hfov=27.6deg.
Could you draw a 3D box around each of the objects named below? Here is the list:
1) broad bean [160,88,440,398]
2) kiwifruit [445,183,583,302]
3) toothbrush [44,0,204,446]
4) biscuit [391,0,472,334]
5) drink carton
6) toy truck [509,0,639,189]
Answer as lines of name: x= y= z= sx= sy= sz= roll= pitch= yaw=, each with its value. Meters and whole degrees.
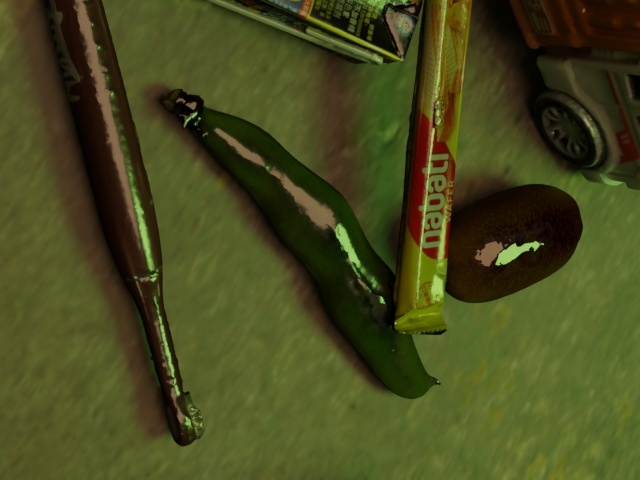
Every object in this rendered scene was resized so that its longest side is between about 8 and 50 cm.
broad bean: x=0.001 y=-0.001 z=0.912 sx=0.060 sy=0.043 sz=0.297 roll=-39 pitch=108 yaw=-5
kiwifruit: x=0.136 y=0.002 z=0.959 sx=0.124 sy=0.075 sz=0.075 roll=-27 pitch=105 yaw=-24
toothbrush: x=-0.129 y=-0.036 z=0.848 sx=0.041 sy=0.041 sz=0.364 roll=-17 pitch=101 yaw=-23
biscuit: x=0.079 y=-0.076 z=0.891 sx=0.048 sy=0.026 sz=0.292 roll=-5 pitch=105 yaw=-40
drink carton: x=-0.020 y=-0.168 z=0.871 sx=0.166 sy=0.071 sz=0.056 roll=21 pitch=88 yaw=-25
toy truck: x=0.224 y=-0.212 z=0.881 sx=0.173 sy=0.207 sz=0.387 roll=-38 pitch=120 yaw=-18
